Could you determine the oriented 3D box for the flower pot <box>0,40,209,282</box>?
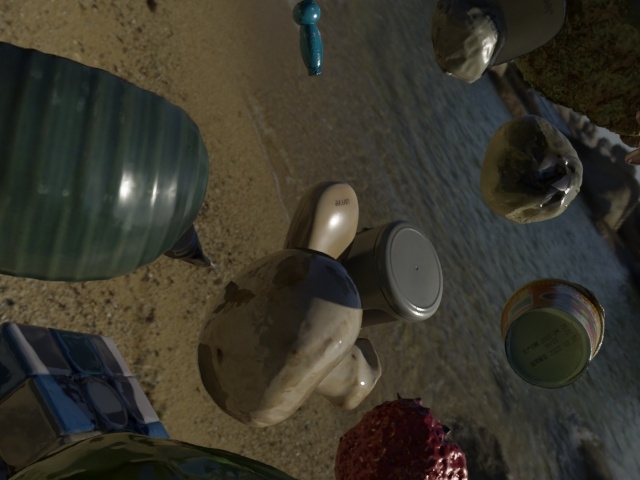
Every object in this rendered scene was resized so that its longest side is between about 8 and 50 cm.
[{"bbox_3d":[-0.205,-0.058,0.438,0.242,0.157,0.189,15,11,-21],"label":"flower pot"}]

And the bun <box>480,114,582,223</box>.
[{"bbox_3d":[0.527,-0.169,1.478,0.273,0.273,0.168,49,-9,-19],"label":"bun"}]

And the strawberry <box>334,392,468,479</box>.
[{"bbox_3d":[0.134,0.446,1.117,0.276,0.257,0.257,-38,97,-28],"label":"strawberry"}]

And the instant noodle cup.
[{"bbox_3d":[0.347,0.144,0.907,0.169,0.168,0.185,62,21,9],"label":"instant noodle cup"}]

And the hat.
[{"bbox_3d":[0.351,-0.430,1.200,0.214,0.244,0.149,54,46,-28],"label":"hat"}]

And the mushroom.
[{"bbox_3d":[-0.037,0.171,0.955,0.290,0.297,0.298,42,29,-19],"label":"mushroom"}]

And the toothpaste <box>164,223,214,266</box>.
[{"bbox_3d":[-0.228,0.013,0.991,0.096,0.266,0.061,17,77,-4],"label":"toothpaste"}]

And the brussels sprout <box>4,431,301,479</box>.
[{"bbox_3d":[-0.094,0.215,0.326,0.210,0.271,0.220,109,-27,-88],"label":"brussels sprout"}]

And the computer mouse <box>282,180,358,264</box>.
[{"bbox_3d":[0.000,0.000,1.134,0.082,0.237,0.145,36,30,33],"label":"computer mouse"}]

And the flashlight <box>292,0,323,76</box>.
[{"bbox_3d":[-0.019,-0.357,1.059,0.051,0.051,0.129,-36,120,-65],"label":"flashlight"}]

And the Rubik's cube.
[{"bbox_3d":[-0.523,0.393,1.100,0.347,0.344,0.346,52,2,16],"label":"Rubik's cube"}]

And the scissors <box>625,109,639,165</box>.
[{"bbox_3d":[0.595,-0.133,0.812,0.160,0.317,0.024,72,30,-49],"label":"scissors"}]

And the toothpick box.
[{"bbox_3d":[0.080,0.083,1.305,0.229,0.316,0.229,19,63,-42],"label":"toothpick box"}]

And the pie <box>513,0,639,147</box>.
[{"bbox_3d":[0.630,-0.432,1.258,0.418,0.395,0.180,38,35,5],"label":"pie"}]
